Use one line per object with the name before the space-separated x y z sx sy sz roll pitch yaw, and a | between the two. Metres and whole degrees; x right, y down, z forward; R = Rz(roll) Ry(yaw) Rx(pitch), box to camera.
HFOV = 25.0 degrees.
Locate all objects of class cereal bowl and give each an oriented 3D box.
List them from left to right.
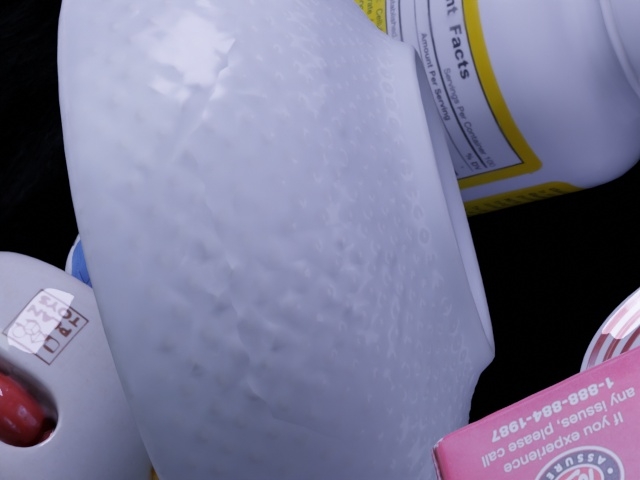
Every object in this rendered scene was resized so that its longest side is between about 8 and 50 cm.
cereal bowl | 0.000 0.000 0.717 0.141 0.339 0.339 -14 32 8

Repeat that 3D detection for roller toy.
roller toy | -0.171 0.108 0.865 0.209 0.191 0.146 1 44 48

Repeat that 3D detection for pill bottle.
pill bottle | 0.092 -0.110 0.911 0.334 0.188 0.188 -13 36 35

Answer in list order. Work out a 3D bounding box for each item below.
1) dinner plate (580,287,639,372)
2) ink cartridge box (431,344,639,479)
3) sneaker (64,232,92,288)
dinner plate | 0.197 0.056 0.726 0.141 0.017 0.141 -26 30 16
ink cartridge box | 0.172 0.156 0.422 0.207 0.117 0.283 -27 47 16
sneaker | -0.105 -0.008 1.086 0.211 0.080 0.081 -32 25 10
